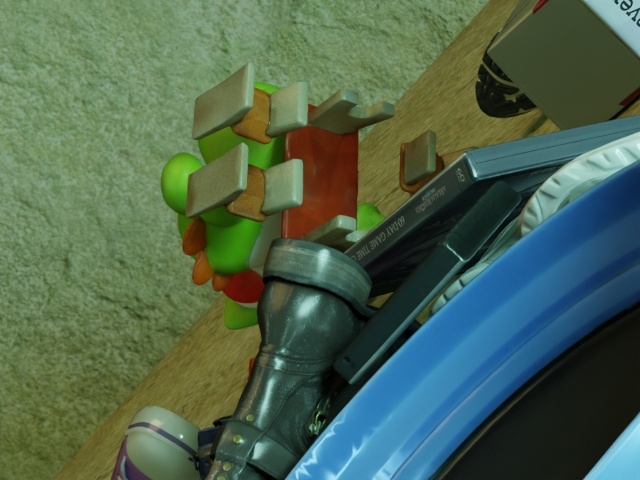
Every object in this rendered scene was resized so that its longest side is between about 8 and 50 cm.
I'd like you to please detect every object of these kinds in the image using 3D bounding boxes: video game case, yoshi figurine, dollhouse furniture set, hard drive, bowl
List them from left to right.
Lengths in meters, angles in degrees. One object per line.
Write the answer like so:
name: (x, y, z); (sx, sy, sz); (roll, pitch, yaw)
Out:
yoshi figurine: (-0.040, -0.042, 1.376); (0.203, 0.203, 0.362); (-17, -21, 12)
dollhouse furniture set: (0.000, 0.000, 1.205); (0.135, 0.262, 0.259); (-23, 59, 49)
hard drive: (0.067, 0.026, 0.863); (0.135, 0.022, 0.094); (-52, -6, 39)
video game case: (0.121, -0.018, 1.009); (0.196, 0.026, 0.274); (-13, -14, -29)
bowl: (0.087, 0.111, 0.660); (0.391, 0.077, 0.391); (-45, 6, 6)

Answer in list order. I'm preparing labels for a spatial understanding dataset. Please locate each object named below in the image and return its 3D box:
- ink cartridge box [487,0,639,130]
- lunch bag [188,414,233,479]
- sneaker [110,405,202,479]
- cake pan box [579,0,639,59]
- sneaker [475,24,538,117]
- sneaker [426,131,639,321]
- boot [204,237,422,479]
ink cartridge box: (0.260, -0.202, 1.298); (0.128, 0.127, 0.176); (-43, 7, 30)
lunch bag: (-0.052, 0.166, 1.038); (0.098, 0.065, 0.067); (-6, -15, -6)
sneaker: (-0.160, 0.261, 1.143); (0.161, 0.102, 0.282); (-55, -9, -37)
cake pan box: (0.221, -0.203, 1.019); (0.070, 0.246, 0.267); (-43, 7, 15)
sneaker: (0.286, -0.232, 1.581); (0.283, 0.110, 0.122); (-45, -12, -15)
sneaker: (0.165, -0.007, 0.873); (0.232, 0.090, 0.115); (-40, 5, 36)
boot: (-0.015, 0.140, 0.945); (0.263, 0.091, 0.229); (46, -123, -58)
